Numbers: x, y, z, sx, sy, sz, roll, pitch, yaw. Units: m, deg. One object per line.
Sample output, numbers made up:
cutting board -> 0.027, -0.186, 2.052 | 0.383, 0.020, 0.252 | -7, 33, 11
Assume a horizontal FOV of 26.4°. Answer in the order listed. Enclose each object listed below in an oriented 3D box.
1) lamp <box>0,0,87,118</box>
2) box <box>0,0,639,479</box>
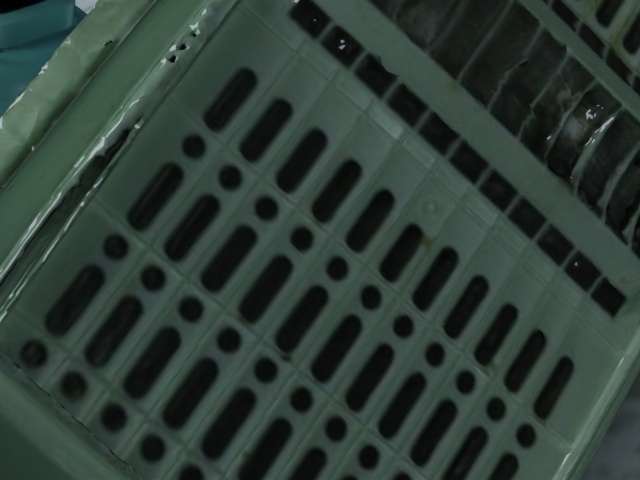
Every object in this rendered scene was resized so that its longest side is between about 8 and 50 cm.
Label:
lamp -> -0.271, -0.138, 0.902 | 0.284, 0.147, 0.209 | 7, 27, 34
box -> 0.000, 0.000, 0.471 | 0.290, 0.220, 0.166 | -55, 17, -23
